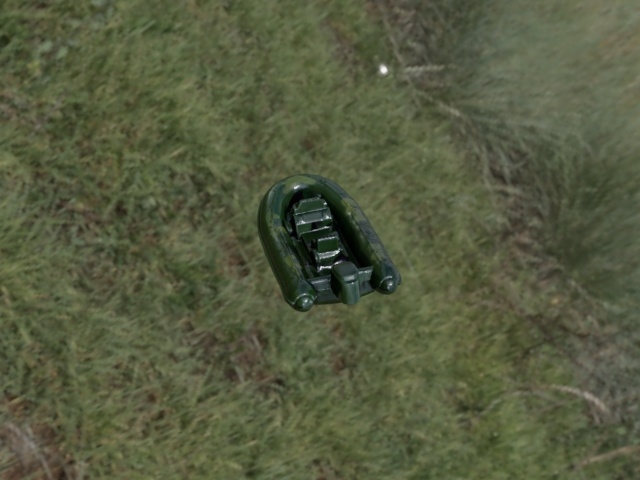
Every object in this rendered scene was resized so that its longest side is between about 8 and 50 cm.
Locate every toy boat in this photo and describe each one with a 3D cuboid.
[{"bbox_3d":[0.000,0.000,0.933,0.210,0.104,0.052,-114,-166,-56],"label":"toy boat"}]
